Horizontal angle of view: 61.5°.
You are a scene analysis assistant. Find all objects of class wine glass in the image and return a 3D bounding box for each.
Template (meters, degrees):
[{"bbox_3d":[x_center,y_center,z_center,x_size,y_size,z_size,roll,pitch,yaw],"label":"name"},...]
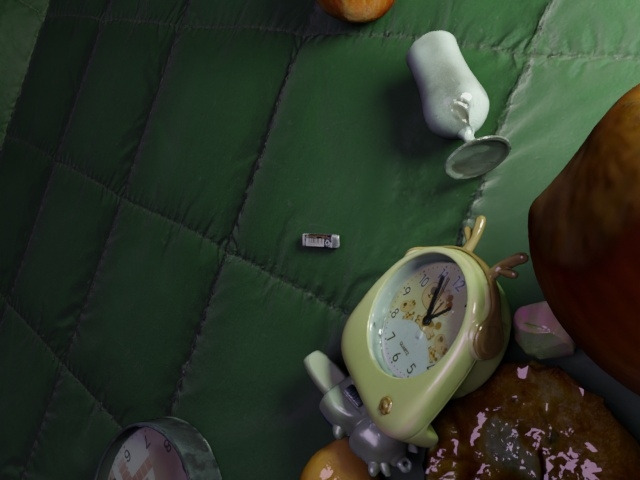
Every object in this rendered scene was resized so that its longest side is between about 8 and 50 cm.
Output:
[{"bbox_3d":[0.208,-0.218,0.847,0.103,0.103,0.230,-31,59,30],"label":"wine glass"}]

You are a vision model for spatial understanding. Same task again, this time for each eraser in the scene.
[{"bbox_3d":[0.000,0.000,1.016,0.099,0.019,0.027,1,94,39],"label":"eraser"}]

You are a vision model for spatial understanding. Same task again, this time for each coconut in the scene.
[{"bbox_3d":[0.296,0.119,0.712,0.083,0.082,0.081,32,74,-2],"label":"coconut"}]

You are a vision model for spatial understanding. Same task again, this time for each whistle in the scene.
[{"bbox_3d":[0.057,0.270,0.855,0.110,0.092,0.244,-32,53,-23],"label":"whistle"}]

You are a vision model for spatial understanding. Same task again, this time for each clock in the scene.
[{"bbox_3d":[0.166,0.115,0.765,0.308,0.096,0.235,-53,29,16],"label":"clock"},{"bbox_3d":[-0.355,0.570,1.128,0.386,0.077,0.385,-11,73,37],"label":"clock"}]

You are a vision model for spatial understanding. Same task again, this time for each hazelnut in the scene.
[{"bbox_3d":[0.396,0.002,0.517,0.366,0.366,0.365,-10,73,37],"label":"hazelnut"}]

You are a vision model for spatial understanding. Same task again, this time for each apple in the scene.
[{"bbox_3d":[0.061,-0.510,1.018,0.195,0.160,0.173,51,134,41],"label":"apple"}]

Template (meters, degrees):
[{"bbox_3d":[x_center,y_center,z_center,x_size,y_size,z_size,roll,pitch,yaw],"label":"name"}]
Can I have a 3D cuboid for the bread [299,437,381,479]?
[{"bbox_3d":[0.037,0.407,0.845,0.134,0.085,0.173,-52,53,16],"label":"bread"}]

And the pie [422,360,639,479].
[{"bbox_3d":[0.268,0.332,0.666,0.289,0.103,0.354,-16,62,36],"label":"pie"}]
